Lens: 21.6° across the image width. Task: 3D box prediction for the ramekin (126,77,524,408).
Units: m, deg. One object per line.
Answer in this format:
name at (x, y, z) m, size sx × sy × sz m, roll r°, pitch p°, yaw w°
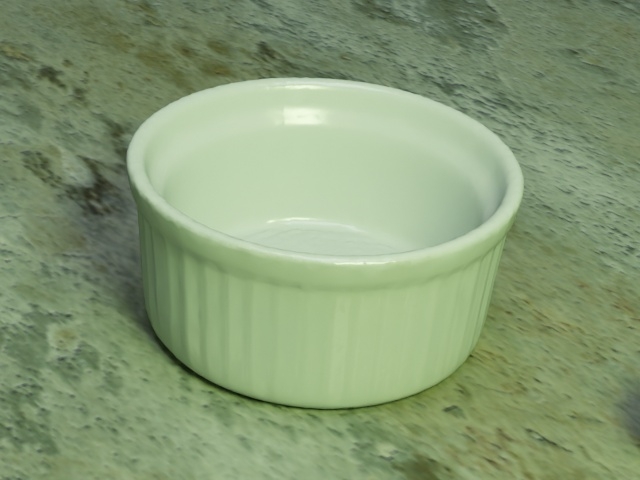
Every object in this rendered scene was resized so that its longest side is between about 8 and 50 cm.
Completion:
ramekin at (0.000, 0.000, 1.201) m, size 0.277 × 0.135 × 0.277 m, roll 3°, pitch 30°, yaw -2°
